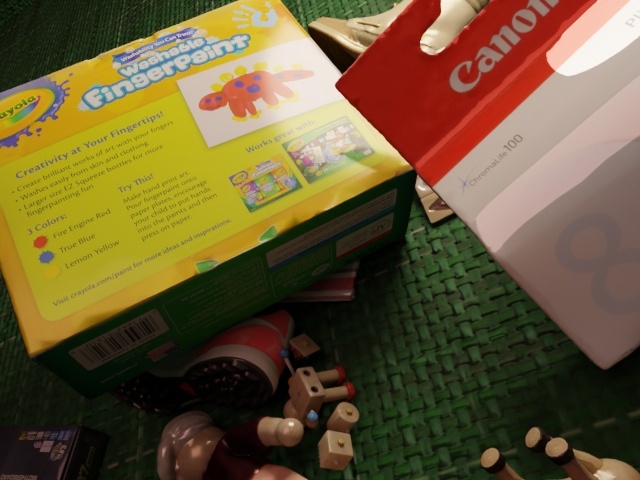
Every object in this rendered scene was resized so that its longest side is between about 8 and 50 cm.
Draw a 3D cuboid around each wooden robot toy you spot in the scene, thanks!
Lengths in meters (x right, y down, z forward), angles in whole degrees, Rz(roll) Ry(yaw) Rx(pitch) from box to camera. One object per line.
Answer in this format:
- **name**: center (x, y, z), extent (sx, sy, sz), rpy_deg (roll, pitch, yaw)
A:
- **wooden robot toy**: center (-0.007, 0.194, 0.681), extent (0.079, 0.076, 0.173), rpy_deg (-64, 37, 30)

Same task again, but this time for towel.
- **towel**: center (0.000, 0.000, 0.829), extent (0.144, 0.029, 0.197), rpy_deg (-4, 58, 29)

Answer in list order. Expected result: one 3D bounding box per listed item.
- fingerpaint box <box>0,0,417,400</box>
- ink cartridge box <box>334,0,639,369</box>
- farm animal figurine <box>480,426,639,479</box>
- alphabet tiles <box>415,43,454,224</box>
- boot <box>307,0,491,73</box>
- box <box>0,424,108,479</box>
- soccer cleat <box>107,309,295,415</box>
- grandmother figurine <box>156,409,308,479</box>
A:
- **fingerpaint box**: center (-0.169, -0.081, 0.748), extent (0.445, 0.163, 0.371), rpy_deg (-28, 62, -14)
- **ink cartridge box**: center (0.238, -0.127, 0.542), extent (0.308, 0.091, 0.385), rpy_deg (-44, 83, 13)
- **farm animal figurine**: center (0.279, 0.180, 0.368), extent (0.326, 0.172, 0.330), rpy_deg (-54, 13, -1)
- **alphabet tiles**: center (0.159, -0.146, 0.795), extent (0.198, 0.009, 0.237), rpy_deg (-27, 63, 15)
- **boot**: center (0.122, -0.355, 0.951), extent (0.262, 0.095, 0.203), rpy_deg (33, 81, 37)
- **box**: center (-0.423, 0.357, 0.826), extent (0.233, 0.059, 0.183), rpy_deg (-10, 55, 28)
- **soccer cleat**: center (-0.174, 0.157, 0.792), extent (0.318, 0.108, 0.116), rpy_deg (-11, 30, 32)
- **grandmother figurine**: center (-0.061, 0.279, 0.618), extent (0.342, 0.104, 0.207), rpy_deg (17, 84, 43)
